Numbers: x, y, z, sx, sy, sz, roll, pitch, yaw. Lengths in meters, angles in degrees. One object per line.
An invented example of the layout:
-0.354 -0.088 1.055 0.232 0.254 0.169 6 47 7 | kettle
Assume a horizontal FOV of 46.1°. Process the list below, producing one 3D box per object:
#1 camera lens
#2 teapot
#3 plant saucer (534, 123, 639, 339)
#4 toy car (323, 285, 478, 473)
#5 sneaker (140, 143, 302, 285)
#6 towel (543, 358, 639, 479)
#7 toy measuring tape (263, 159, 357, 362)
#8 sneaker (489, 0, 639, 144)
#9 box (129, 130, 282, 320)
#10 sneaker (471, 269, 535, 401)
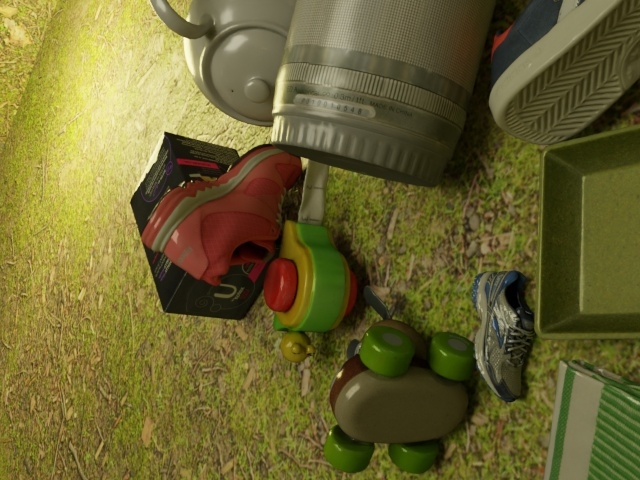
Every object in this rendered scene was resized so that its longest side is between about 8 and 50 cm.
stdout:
0.072 -0.217 0.852 0.219 0.219 0.274 17 92 54 | camera lens
-0.081 -0.251 1.020 0.187 0.256 0.253 -82 -9 -49 | teapot
0.280 -0.005 0.653 0.188 0.045 0.188 -10 71 52 | plant saucer
0.065 0.135 0.833 0.188 0.149 0.155 -119 42 -57 | toy car
-0.102 -0.028 1.031 0.136 0.314 0.116 43 128 8 | sneaker
0.290 0.247 0.529 0.325 0.038 0.248 23 113 52 | towel
0.000 0.000 0.958 0.121 0.121 0.330 18 99 54 | toy measuring tape
0.286 -0.236 0.656 0.350 0.131 0.148 -33 42 37 | sneaker
-0.189 -0.026 1.208 0.165 0.143 0.270 -57 41 28 | box
0.187 0.091 0.746 0.058 0.052 0.135 -21 64 42 | sneaker
